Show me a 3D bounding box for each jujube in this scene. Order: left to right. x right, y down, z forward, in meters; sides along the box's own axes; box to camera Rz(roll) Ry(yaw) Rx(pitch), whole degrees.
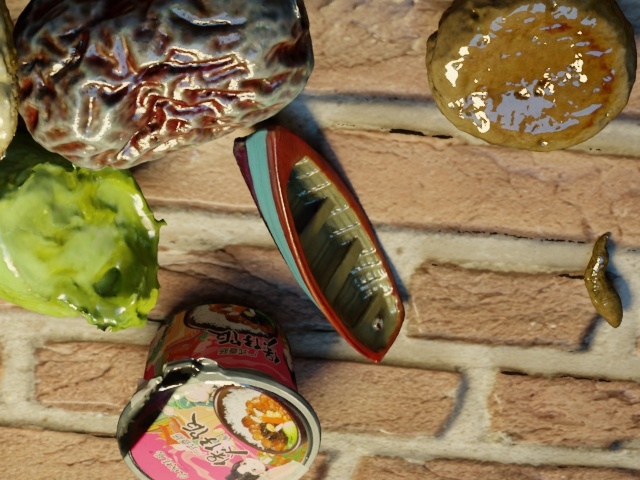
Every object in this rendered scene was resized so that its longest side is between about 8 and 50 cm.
[{"bbox_3d":[-0.161,-0.200,1.530,0.317,0.226,0.226,-19,131,13],"label":"jujube"}]

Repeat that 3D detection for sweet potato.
[{"bbox_3d":[0.366,0.058,1.909,0.041,0.038,0.153,-32,128,-19],"label":"sweet potato"}]

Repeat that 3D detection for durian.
[{"bbox_3d":[-0.349,-0.040,1.669,0.340,0.204,0.256,24,171,25],"label":"durian"}]

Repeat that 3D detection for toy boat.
[{"bbox_3d":[0.000,0.000,1.796,0.079,0.136,0.392,6,142,37],"label":"toy boat"}]

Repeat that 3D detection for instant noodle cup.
[{"bbox_3d":[-0.131,0.196,1.916,0.258,0.181,0.302,-5,133,1],"label":"instant noodle cup"}]

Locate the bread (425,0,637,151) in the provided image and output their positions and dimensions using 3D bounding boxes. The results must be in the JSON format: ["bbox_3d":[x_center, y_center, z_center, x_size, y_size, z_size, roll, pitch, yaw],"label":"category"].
[{"bbox_3d":[0.230,-0.206,1.602,0.230,0.123,0.230,2,131,3],"label":"bread"}]

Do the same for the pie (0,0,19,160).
[{"bbox_3d":[-0.432,-0.191,1.504,0.315,0.315,0.092,-41,163,30],"label":"pie"}]
